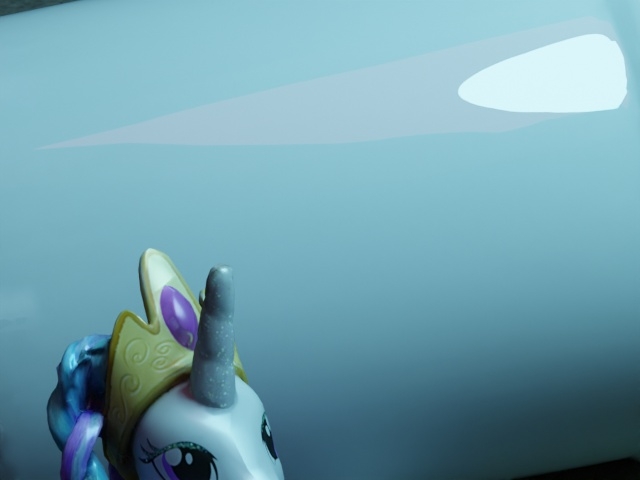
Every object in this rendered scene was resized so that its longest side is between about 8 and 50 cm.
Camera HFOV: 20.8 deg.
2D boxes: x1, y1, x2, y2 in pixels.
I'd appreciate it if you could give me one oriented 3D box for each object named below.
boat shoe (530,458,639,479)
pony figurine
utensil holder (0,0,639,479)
[{"bbox_3d":[0.175,0.181,1.053,0.103,0.092,0.285,16,32,40],"label":"boat shoe"},{"bbox_3d":[-0.023,0.223,0.760,0.303,0.351,0.363,-19,64,-33],"label":"pony figurine"},{"bbox_3d":[0.000,0.000,0.994,0.385,0.328,0.327,-11,38,-6],"label":"utensil holder"}]
